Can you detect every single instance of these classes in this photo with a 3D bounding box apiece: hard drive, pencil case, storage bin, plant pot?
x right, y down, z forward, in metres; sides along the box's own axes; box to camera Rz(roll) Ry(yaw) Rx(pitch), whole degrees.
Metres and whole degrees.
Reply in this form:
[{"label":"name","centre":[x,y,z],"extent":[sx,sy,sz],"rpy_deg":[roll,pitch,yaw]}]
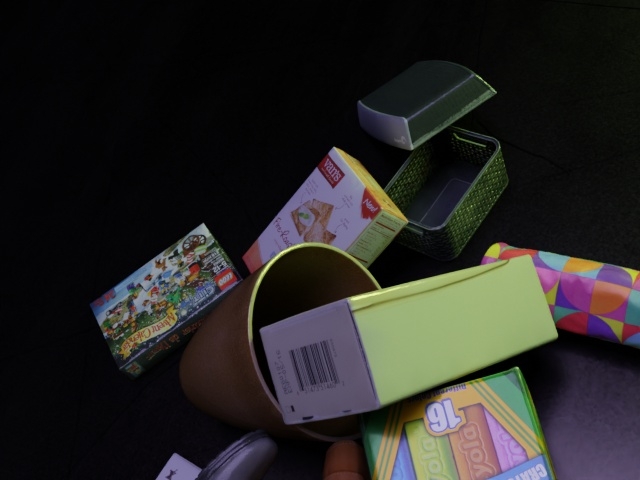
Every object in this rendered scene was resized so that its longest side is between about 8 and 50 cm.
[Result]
[{"label":"hard drive","centre":[0.154,-0.225,1.193],"extent":[0.172,0.054,0.254],"rpy_deg":[-34,22,-2]},{"label":"pencil case","centre":[0.315,0.069,0.939],"extent":[0.236,0.104,0.104],"rpy_deg":[12,61,34]},{"label":"storage bin","centre":[0.184,-0.073,1.111],"extent":[0.122,0.084,0.180],"rpy_deg":[25,69,36]},{"label":"plant pot","centre":[-0.068,0.150,0.962],"extent":[0.254,0.237,0.237],"rpy_deg":[-23,42,45]}]

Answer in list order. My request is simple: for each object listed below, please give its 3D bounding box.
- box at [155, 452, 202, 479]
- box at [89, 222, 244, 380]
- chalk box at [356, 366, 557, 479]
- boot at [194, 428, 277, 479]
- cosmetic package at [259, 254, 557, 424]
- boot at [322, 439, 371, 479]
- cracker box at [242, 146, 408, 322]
[{"label":"box","centre":[-0.140,0.386,0.886],"extent":[0.181,0.119,0.182],"rpy_deg":[19,64,34]},{"label":"box","centre":[-0.244,0.094,1.204],"extent":[0.233,0.044,0.159],"rpy_deg":[-37,49,-5]},{"label":"chalk box","centre":[0.168,0.306,0.755],"extent":[0.179,0.180,0.288],"rpy_deg":[-18,61,11]},{"label":"boot","centre":[-0.089,0.338,0.780],"extent":[0.161,0.083,0.246],"rpy_deg":[33,79,30]},{"label":"cosmetic package","centre":[0.107,0.106,0.840],"extent":[0.160,0.310,0.113],"rpy_deg":[-24,80,47]},{"label":"boot","centre":[0.032,0.315,0.762],"extent":[0.109,0.283,0.220],"rpy_deg":[5,62,8]},{"label":"cracker box","centre":[0.000,0.000,1.093],"extent":[0.232,0.067,0.155],"rpy_deg":[-49,46,16]}]
